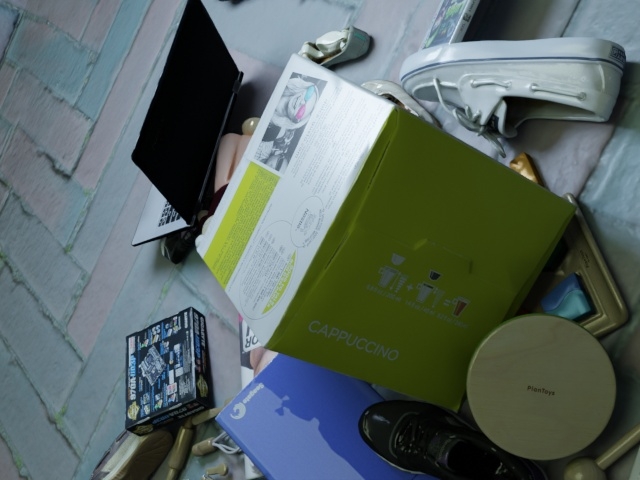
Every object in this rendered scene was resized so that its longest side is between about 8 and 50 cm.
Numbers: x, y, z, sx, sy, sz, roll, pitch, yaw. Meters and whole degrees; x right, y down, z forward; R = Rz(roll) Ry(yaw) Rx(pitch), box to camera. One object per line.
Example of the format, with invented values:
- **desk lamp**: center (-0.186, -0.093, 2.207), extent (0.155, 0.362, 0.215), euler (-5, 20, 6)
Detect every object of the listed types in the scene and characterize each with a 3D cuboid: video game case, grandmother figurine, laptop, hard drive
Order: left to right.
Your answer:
- **laptop**: center (-0.327, -0.232, 1.743), extent (0.408, 0.236, 0.382), euler (-14, 54, 49)
- **grandmother figurine**: center (-0.174, -0.085, 1.625), extent (0.208, 0.104, 0.342), euler (-46, 24, 36)
- **hard drive**: center (0.015, 0.308, 1.281), extent (0.210, 0.040, 0.318), euler (-45, 63, -6)
- **video game case**: center (0.225, -0.389, 1.387), extent (0.190, 0.022, 0.173), euler (-134, 67, -77)

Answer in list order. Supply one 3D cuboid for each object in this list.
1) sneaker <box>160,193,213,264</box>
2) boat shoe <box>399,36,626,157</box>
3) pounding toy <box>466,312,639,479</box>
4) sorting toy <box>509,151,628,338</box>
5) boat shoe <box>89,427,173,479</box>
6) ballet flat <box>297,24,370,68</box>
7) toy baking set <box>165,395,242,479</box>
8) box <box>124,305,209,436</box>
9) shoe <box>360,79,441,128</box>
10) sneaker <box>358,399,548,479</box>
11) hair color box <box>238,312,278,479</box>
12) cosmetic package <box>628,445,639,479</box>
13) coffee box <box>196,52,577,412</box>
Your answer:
- **sneaker**: center (-0.281, -0.025, 1.819), extent (0.077, 0.072, 0.178), euler (34, 107, 36)
- **boat shoe**: center (0.269, -0.206, 1.276), extent (0.367, 0.136, 0.157), euler (6, 83, 37)
- **pounding toy**: center (0.301, 0.197, 1.094), extent (0.237, 0.110, 0.183), euler (39, 97, 5)
- **sorting toy**: center (0.287, 0.031, 1.223), extent (0.229, 0.041, 0.307), euler (-37, 52, 31)
- **boat shoe**: center (-0.414, 0.472, 1.754), extent (0.285, 0.102, 0.092), euler (-52, 40, 15)
- **ballet flat**: center (0.002, -0.371, 1.648), extent (0.213, 0.068, 0.072), euler (-11, 68, 44)
- **toy baking set**: center (-0.217, 0.410, 1.623), extent (0.196, 0.030, 0.256), euler (12, 85, 45)
- **box**: center (-0.312, 0.261, 1.702), extent (0.175, 0.051, 0.220), euler (-26, 49, 18)
- **shoe**: center (0.126, -0.234, 1.475), extent (0.219, 0.058, 0.077), euler (42, 107, 45)
- **sneaker**: center (0.167, 0.275, 1.145), extent (0.283, 0.124, 0.107), euler (16, 74, 32)
- **hair color box**: center (-0.045, 0.226, 1.451), extent (0.174, 0.105, 0.347), euler (-27, 58, 38)
- **cosmetic package**: center (0.452, 0.195, 0.961), extent (0.117, 0.085, 0.231), euler (19, 88, 48)
- **coffee box**: center (0.077, -0.013, 1.198), extent (0.338, 0.337, 0.334), euler (-62, 31, 9)
